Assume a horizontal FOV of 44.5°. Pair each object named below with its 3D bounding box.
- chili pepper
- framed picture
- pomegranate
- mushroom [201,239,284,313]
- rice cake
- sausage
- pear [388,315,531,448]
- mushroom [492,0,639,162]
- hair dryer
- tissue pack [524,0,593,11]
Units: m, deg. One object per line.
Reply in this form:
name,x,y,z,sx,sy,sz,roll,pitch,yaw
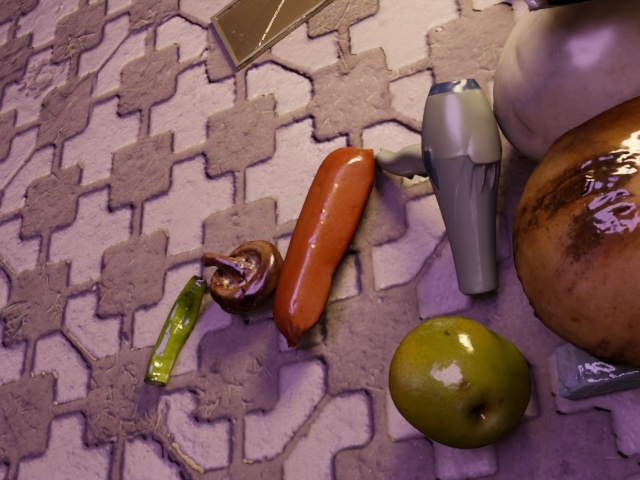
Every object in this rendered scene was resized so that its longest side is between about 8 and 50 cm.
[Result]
chili pepper,-0.245,0.153,1.334,0.052,0.050,0.201,19,78,18
framed picture,-0.100,-0.477,1.602,0.250,0.016,0.184,-35,54,9
pomegranate,0.376,-0.007,0.874,0.322,0.322,0.322,-13,60,23
mushroom,-0.133,0.057,1.303,0.170,0.080,0.135,21,65,36
rice cake,0.395,0.145,0.970,0.206,0.063,0.069,-17,52,19
sausage,0.000,0.000,1.241,0.348,0.094,0.097,-68,11,-17
pear,0.174,0.168,1.023,0.216,0.180,0.166,-106,36,-61
mushroom,0.388,-0.255,1.037,0.356,0.315,0.315,-10,60,37
hair dryer,0.182,-0.054,1.161,0.119,0.298,0.296,-10,76,-23
tissue pack,0.381,-0.450,0.839,0.390,0.195,0.375,2,80,20
